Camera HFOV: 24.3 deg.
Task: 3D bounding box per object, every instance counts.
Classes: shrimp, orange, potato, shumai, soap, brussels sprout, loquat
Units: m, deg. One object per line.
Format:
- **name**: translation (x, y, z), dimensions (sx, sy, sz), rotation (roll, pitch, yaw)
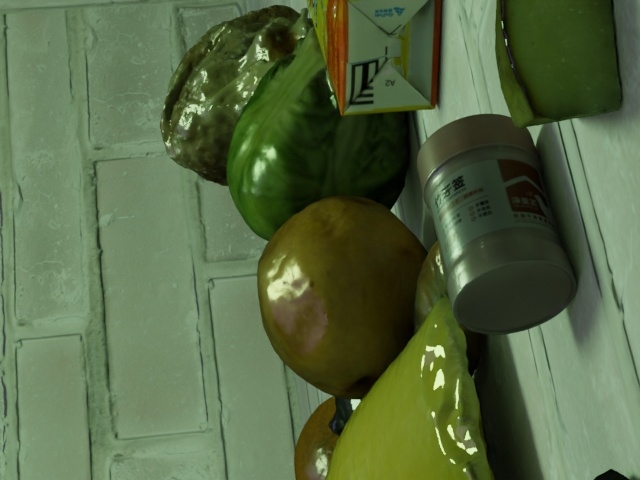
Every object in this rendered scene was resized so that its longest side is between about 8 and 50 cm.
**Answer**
- **shrimp**: translation (0.137, 0.097, 1.537), dimensions (0.133, 0.053, 0.236), rotation (55, 149, 41)
- **orange**: translation (0.045, 0.310, 1.984), dimensions (0.237, 0.158, 0.179), rotation (-103, 9, -50)
- **potato**: translation (0.149, -0.151, 1.030), dimensions (0.120, 0.081, 0.149), rotation (174, 91, -82)
- **shumai**: translation (-0.051, -0.179, 2.044), dimensions (0.262, 0.314, 0.267), rotation (27, 139, 64)
- **soap**: translation (0.095, 0.275, 1.490), dimensions (0.427, 0.115, 0.306), rotation (120, 142, -49)
- **brussels sprout**: translation (0.005, -0.124, 1.816), dimensions (0.210, 0.219, 0.271), rotation (41, 118, 58)
- **loquat**: translation (0.036, 0.065, 1.669), dimensions (0.193, 0.238, 0.238), rotation (-40, 39, 28)

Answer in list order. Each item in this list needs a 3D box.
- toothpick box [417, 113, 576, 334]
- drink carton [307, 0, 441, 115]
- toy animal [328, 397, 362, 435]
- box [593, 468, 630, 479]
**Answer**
- **toothpick box**: translation (0.136, -0.013, 1.168), dimensions (0.098, 0.098, 0.149), rotation (93, 169, -53)
- **drink carton**: translation (0.051, -0.291, 1.700), dimensions (0.351, 0.111, 0.154), rotation (-102, 10, -56)
- **toy animal**: translation (0.098, 0.290, 1.761), dimensions (0.343, 0.106, 0.168), rotation (-114, 26, -52)
- **box**: translation (0.211, 0.267, 0.966), dimensions (0.201, 0.042, 0.212), rotation (-142, 48, -84)
